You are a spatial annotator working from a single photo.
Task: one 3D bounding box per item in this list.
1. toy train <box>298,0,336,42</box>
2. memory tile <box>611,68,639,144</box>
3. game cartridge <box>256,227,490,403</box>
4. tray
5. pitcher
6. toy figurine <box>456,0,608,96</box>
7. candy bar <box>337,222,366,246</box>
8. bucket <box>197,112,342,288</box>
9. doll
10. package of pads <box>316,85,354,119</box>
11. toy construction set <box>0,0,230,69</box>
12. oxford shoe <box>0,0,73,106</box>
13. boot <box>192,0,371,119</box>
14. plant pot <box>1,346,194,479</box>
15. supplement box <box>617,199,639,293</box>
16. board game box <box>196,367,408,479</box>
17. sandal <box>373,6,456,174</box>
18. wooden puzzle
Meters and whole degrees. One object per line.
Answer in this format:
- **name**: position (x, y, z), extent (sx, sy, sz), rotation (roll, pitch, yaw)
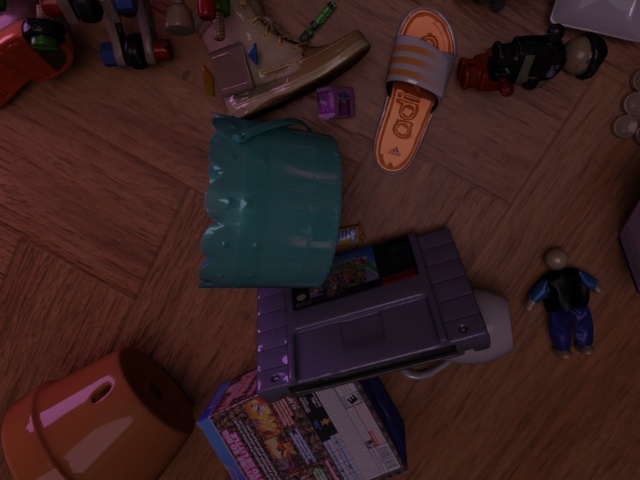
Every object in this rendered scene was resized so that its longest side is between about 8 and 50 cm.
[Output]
- **toy train**: position (-0.005, -0.353, 0.854), extent (0.017, 0.023, 0.083), rotation (42, 104, -3)
- **memory tile**: position (0.534, -0.220, 0.824), extent (0.113, 0.012, 0.147), rotation (19, 105, 3)
- **game cartridge**: position (0.064, 0.112, 0.855), extent (0.355, 0.230, 0.068), rotation (-17, 138, 10)
- **tray**: position (0.448, -0.442, 0.776), extent (0.145, 0.030, 0.270), rotation (15, 104, 4)
- **pitcher**: position (0.221, 0.169, 0.906), extent (0.207, 0.125, 0.177), rotation (-7, 123, 19)
- **toy figurine**: position (0.287, -0.313, 0.734), extent (0.148, 0.213, 0.209), rotation (-4, 100, -2)
- **candy bar**: position (0.000, 0.000, 0.936), extent (0.162, 0.018, 0.040), rotation (-10, 101, 10)
- **bucket**: position (-0.084, -0.052, 0.801), extent (0.183, 0.281, 0.280), rotation (5, 104, -13)
- **doll**: position (0.411, 0.105, 0.895), extent (0.129, 0.046, 0.188), rotation (-12, 101, 8)
- **package of pads**: position (0.026, -0.221, 0.849), extent (0.032, 0.083, 0.050), rotation (0, 103, 29)
- **toy construction set**: position (-0.274, -0.401, 0.755), extent (0.309, 0.257, 0.237), rotation (-1, 91, 24)
- **oxford shoe**: position (-0.576, -0.320, 0.902), extent (0.364, 0.130, 0.132), rotation (-13, 71, 14)
- **boot**: position (-0.070, -0.321, 0.820), extent (0.262, 0.095, 0.203), rotation (-18, 98, 29)
- **plant pot**: position (-0.365, 0.331, 0.936), extent (0.203, 0.291, 0.290), rotation (-40, 95, -3)
- **supplement box**: position (0.532, -0.022, 0.756), extent (0.111, 0.113, 0.220), rotation (-5, 146, 8)
- **board game box**: position (-0.026, 0.331, 0.950), extent (0.291, 0.141, 0.232), rotation (-26, 98, 12)
- **sandal**: position (0.150, -0.231, 0.835), extent (0.102, 0.076, 0.265), rotation (13, 104, 4)
- **wooden puzzle**: position (-0.138, -0.263, 0.814), extent (0.117, 0.014, 0.078), rotation (3, 116, 31)
